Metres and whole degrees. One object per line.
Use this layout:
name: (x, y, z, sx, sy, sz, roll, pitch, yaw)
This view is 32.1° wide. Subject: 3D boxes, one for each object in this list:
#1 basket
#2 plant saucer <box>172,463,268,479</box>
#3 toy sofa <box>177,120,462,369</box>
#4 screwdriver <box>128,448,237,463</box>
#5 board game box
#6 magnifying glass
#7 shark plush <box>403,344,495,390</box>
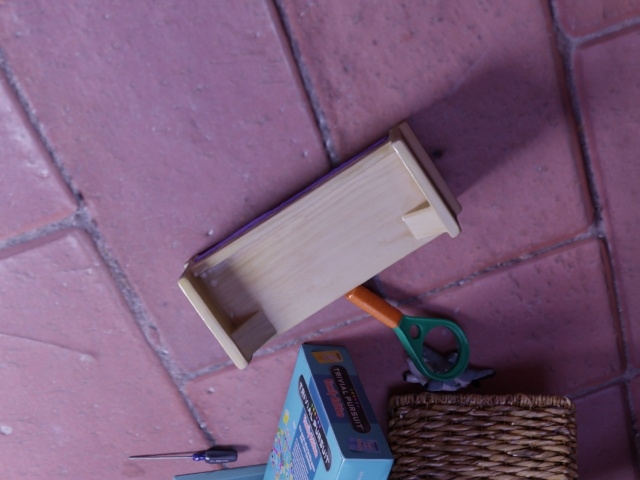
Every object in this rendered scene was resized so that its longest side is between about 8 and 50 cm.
basket: (0.258, 0.365, 1.777, 0.299, 0.223, 0.213, -2, 165, 7)
plant saucer: (-0.141, 0.397, 1.797, 0.192, 0.018, 0.067, -7, 127, -10)
toy sofa: (0.000, 0.000, 1.483, 0.363, 0.177, 0.150, -33, 101, 11)
screwdriver: (-0.215, 0.340, 1.740, 0.170, 0.024, 0.025, -2, 155, -4)
board game box: (-0.003, 0.364, 1.643, 0.079, 0.253, 0.336, 5, 120, -19)
magnifying glass: (0.130, 0.131, 1.645, 0.231, 0.026, 0.092, 35, 72, -25)
shark plush: (0.205, 0.199, 1.716, 0.161, 0.073, 0.067, 10, 92, -15)
